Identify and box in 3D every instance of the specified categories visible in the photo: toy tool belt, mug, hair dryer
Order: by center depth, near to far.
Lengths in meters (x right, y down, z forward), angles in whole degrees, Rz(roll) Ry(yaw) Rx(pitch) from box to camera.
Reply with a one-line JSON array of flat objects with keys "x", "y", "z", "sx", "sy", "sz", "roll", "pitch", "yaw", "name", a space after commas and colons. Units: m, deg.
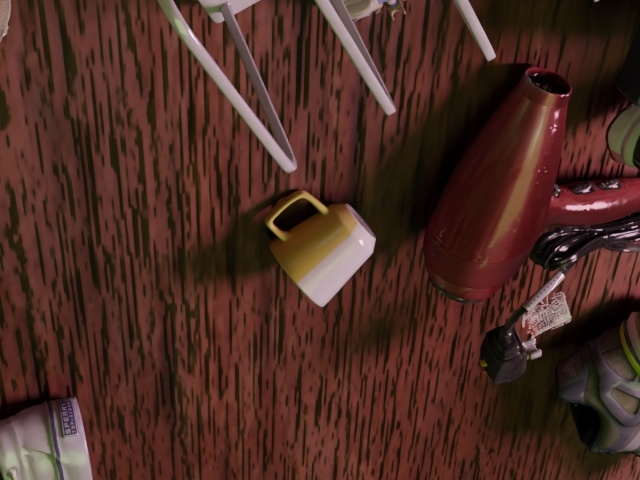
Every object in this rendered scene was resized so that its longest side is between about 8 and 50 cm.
[{"x": 0.039, "y": -0.166, "z": 1.080, "sx": 0.083, "sy": 0.052, "sz": 0.051, "roll": -23, "pitch": 175, "yaw": 4, "name": "toy tool belt"}, {"x": 0.003, "y": 0.003, "z": 1.257, "sx": 0.064, "sy": 0.062, "sz": 0.078, "roll": -39, "pitch": 148, "yaw": 8, "name": "mug"}, {"x": 0.173, "y": -0.031, "z": 1.318, "sx": 0.223, "sy": 0.080, "sz": 0.293, "roll": -42, "pitch": 148, "yaw": -10, "name": "hair dryer"}]

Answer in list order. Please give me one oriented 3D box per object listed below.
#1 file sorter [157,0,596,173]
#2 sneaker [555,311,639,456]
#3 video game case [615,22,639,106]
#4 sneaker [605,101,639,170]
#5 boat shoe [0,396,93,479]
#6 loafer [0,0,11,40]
[{"x": 0.043, "y": -0.196, "z": 0.931, "sx": 0.277, "sy": 0.173, "sz": 0.193, "roll": -29, "pitch": 144, "yaw": 7, "name": "file sorter"}, {"x": 0.300, "y": 0.159, "z": 1.598, "sx": 0.121, "sy": 0.111, "sz": 0.300, "roll": -21, "pitch": 140, "yaw": 13, "name": "sneaker"}, {"x": 0.348, "y": -0.209, "z": 1.146, "sx": 0.248, "sy": 0.035, "sz": 0.275, "roll": 1, "pitch": 123, "yaw": -30, "name": "video game case"}, {"x": 0.301, "y": -0.099, "z": 1.257, "sx": 0.178, "sy": 0.077, "sz": 0.072, "roll": -42, "pitch": 145, "yaw": -3, "name": "sneaker"}, {"x": -0.226, "y": 0.224, "z": 1.392, "sx": 0.084, "sy": 0.095, "sz": 0.258, "roll": -10, "pitch": 131, "yaw": -12, "name": "boat shoe"}, {"x": -0.261, "y": -0.078, "z": 0.981, "sx": 0.268, "sy": 0.102, "sz": 0.092, "roll": -34, "pitch": 145, "yaw": 29, "name": "loafer"}]
